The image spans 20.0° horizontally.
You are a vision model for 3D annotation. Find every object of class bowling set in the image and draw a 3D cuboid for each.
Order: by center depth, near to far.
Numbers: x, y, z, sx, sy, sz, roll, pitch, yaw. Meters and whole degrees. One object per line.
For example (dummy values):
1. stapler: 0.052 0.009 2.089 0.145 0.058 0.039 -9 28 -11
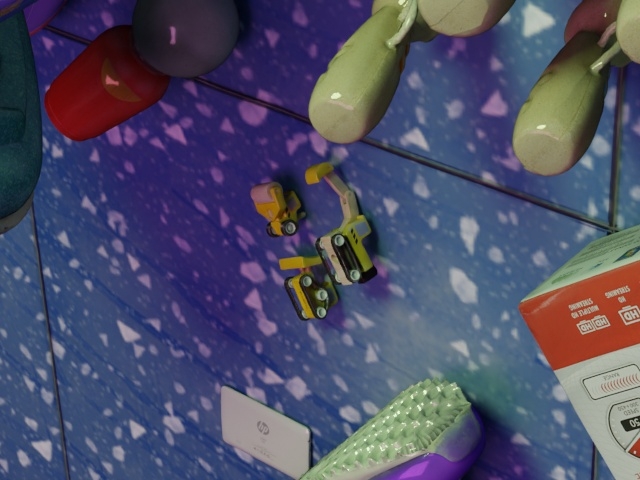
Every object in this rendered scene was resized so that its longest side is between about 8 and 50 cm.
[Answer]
1. bowling set: 0.143 -0.118 0.898 0.200 0.154 0.287 38 139 -9

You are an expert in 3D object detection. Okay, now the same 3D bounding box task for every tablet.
1. tablet: -0.040 0.142 1.323 0.083 0.006 0.054 24 130 31

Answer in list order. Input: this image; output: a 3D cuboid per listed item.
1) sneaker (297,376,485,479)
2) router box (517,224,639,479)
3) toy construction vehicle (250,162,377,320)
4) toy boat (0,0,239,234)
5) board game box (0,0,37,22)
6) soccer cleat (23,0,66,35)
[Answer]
1. sneaker: 0.053 0.200 1.212 0.146 0.102 0.293 48 144 2
2. router box: 0.305 0.101 0.907 0.335 0.082 0.301 -25 98 49
3. toy construction vehicle: 0.000 0.000 1.174 0.086 0.035 0.098 -13 104 59
4. toy boat: -0.191 -0.125 1.058 0.148 0.318 0.267 -32 69 32
5. board game box: -0.135 -0.261 0.896 0.233 0.347 0.078 59 174 -4
6. soccer cleat: -0.179 -0.199 1.157 0.083 0.095 0.248 52 140 3
